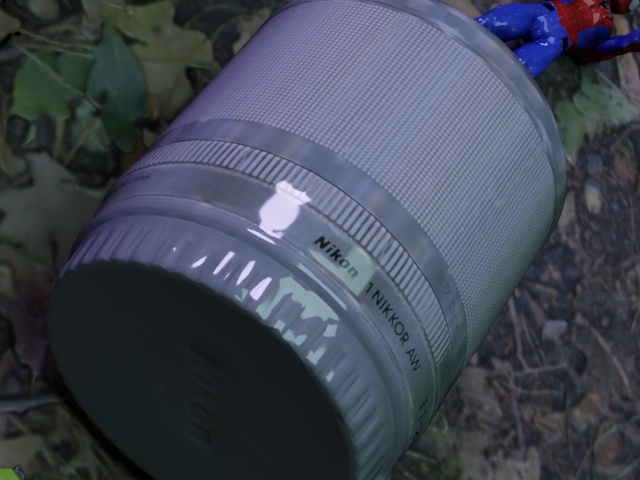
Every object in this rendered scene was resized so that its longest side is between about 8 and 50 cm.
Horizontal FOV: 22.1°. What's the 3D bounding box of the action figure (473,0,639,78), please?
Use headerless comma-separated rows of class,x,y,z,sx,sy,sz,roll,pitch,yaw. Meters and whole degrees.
action figure,0.183,-0.162,1.216,0.280,0.139,0.091,-27,94,-44

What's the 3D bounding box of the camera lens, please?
camera lens,0.000,0.000,0.946,0.219,0.219,0.274,50,50,-15

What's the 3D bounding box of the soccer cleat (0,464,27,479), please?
soccer cleat,-0.158,0.201,0.860,0.072,0.060,0.179,-29,88,-32
